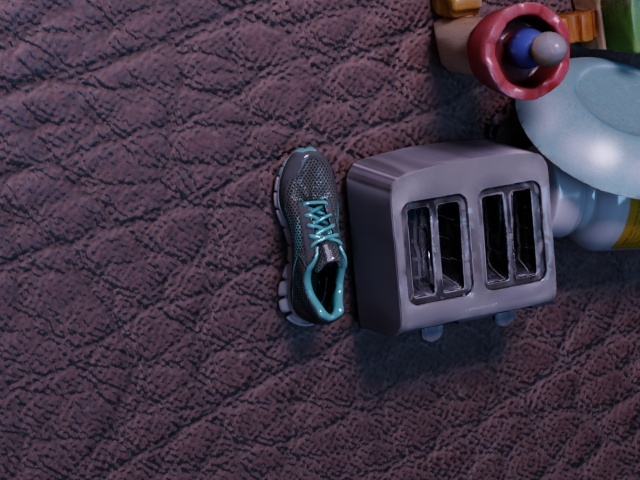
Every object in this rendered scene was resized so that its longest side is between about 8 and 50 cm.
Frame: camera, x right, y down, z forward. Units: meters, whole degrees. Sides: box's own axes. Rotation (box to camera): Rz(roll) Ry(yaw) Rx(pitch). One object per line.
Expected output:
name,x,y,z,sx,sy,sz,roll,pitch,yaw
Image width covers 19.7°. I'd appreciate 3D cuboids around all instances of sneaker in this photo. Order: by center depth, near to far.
sneaker,0.000,0.000,1.657,0.065,0.076,0.166,-9,102,-22

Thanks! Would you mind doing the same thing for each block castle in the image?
block castle,0.316,-0.312,1.663,0.453,0.213,0.303,-12,103,-20

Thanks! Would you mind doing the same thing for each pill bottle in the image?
pill bottle,0.295,-0.049,1.751,0.208,0.117,0.117,-2,100,-22

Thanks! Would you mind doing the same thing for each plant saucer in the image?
plant saucer,0.277,-0.116,1.699,0.195,0.195,0.037,-2,135,-23

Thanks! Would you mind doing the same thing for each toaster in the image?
toaster,0.119,-0.010,1.688,0.168,0.110,0.185,-10,103,-22
